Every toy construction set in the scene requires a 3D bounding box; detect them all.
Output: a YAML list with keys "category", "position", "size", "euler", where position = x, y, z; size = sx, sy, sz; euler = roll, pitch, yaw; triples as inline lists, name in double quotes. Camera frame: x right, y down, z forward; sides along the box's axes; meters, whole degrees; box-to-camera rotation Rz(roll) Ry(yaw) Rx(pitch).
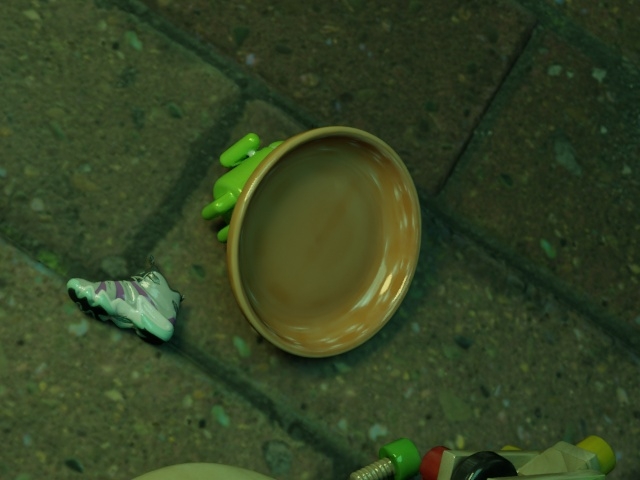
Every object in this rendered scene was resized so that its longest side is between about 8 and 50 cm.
- category: "toy construction set"
  position: [0.226, 0.243, 1.267]
  size: [0.237, 0.309, 0.257]
  euler: [-20, 88, -28]

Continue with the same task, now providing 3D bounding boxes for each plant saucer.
- category: "plant saucer"
  position: [0.000, 0.000, 1.359]
  size: [0.200, 0.037, 0.200]
  euler: [-8, 103, -35]

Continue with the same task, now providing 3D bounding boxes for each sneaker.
- category: "sneaker"
  position: [-0.161, 0.039, 1.336]
  size: [0.098, 0.038, 0.069]
  euler: [30, 64, -18]

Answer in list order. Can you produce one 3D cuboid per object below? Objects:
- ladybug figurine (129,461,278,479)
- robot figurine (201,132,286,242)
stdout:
- category: "ladybug figurine"
  position: [-0.043, 0.384, 1.189]
  size: [0.305, 0.162, 0.449]
  euler: [-25, 81, -25]
- category: "robot figurine"
  position: [-0.046, -0.043, 1.383]
  size: [0.115, 0.067, 0.101]
  euler: [-36, 92, -25]
